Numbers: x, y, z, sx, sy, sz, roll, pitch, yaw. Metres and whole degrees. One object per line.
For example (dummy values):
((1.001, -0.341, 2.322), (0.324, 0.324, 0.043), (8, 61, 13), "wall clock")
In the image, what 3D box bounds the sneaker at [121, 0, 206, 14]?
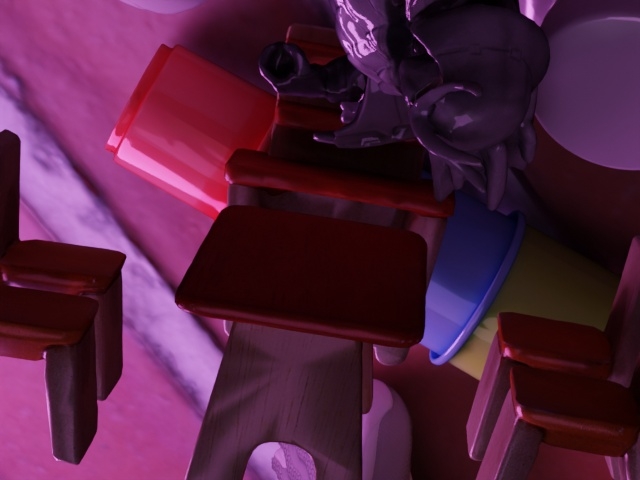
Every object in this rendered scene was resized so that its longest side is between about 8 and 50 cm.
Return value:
((-0.162, -0.189, 0.805), (0.290, 0.106, 0.123), (42, 139, -8), "sneaker")

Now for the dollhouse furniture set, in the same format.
((0.000, 0.000, 0.745), (0.262, 0.259, 0.135), (9, 103, 1), "dollhouse furniture set")

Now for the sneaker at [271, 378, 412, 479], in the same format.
((0.039, 0.178, 1.100), (0.115, 0.105, 0.281), (-10, 133, -11), "sneaker")

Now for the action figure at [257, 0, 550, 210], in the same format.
((0.008, -0.124, 0.670), (0.099, 0.285, 0.185), (-11, 141, -13), "action figure")

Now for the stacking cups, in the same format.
((0.049, 0.007, 0.926), (0.316, 0.096, 0.096), (30, 135, -2), "stacking cups")

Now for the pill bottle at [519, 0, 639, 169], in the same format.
((0.125, -0.106, 0.719), (0.094, 0.169, 0.094), (10, 134, 11), "pill bottle")
